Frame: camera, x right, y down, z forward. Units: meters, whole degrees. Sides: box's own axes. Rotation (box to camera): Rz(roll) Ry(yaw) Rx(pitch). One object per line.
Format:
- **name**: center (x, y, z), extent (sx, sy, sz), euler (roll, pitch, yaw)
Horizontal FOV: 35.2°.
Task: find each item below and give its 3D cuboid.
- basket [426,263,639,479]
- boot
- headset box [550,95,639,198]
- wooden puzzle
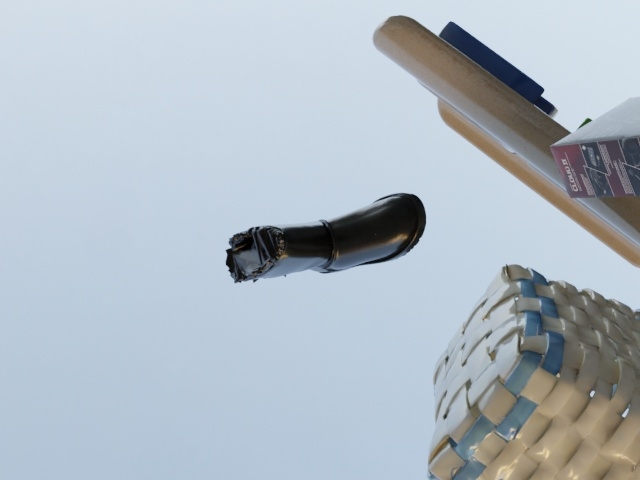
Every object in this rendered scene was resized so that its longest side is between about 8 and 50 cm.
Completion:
- **basket**: center (0.231, 0.162, 0.789), extent (0.289, 0.201, 0.255), euler (27, -160, -1)
- **boot**: center (0.000, -0.001, 0.696), extent (0.099, 0.121, 0.045), euler (-1, -106, -44)
- **headset box**: center (0.160, -0.048, 0.494), extent (0.062, 0.083, 0.032), euler (-30, -75, -23)
- **wooden puzzle**: center (0.225, -0.097, 0.986), extent (0.322, 0.080, 0.348), euler (39, -174, 15)
